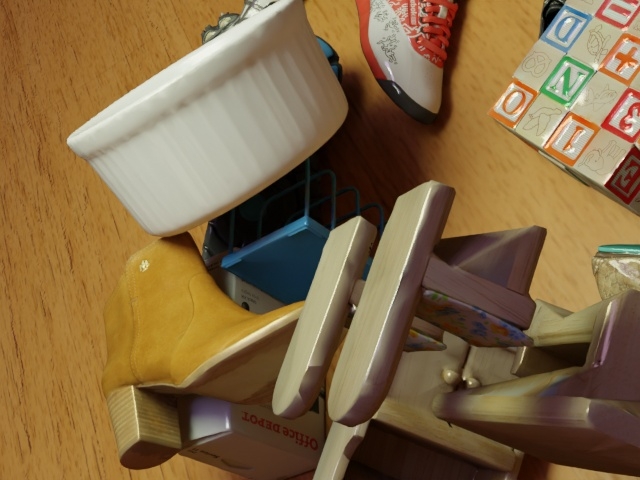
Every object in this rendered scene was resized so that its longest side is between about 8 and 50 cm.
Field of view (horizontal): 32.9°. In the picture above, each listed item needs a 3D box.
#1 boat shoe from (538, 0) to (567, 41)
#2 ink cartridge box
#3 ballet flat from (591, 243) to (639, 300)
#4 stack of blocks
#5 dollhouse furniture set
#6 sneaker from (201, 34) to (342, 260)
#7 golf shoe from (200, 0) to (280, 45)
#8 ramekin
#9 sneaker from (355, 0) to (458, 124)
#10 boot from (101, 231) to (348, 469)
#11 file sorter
[{"bbox_3d":[0.250,-0.235,1.119,0.049,0.040,0.142,-12,60,41],"label":"boat shoe"},{"bbox_3d":[-0.072,0.135,1.154,0.086,0.153,0.209,-22,54,34],"label":"ink cartridge box"},{"bbox_3d":[0.319,0.037,0.888,0.206,0.073,0.067,1,96,49],"label":"ballet flat"},{"bbox_3d":[0.306,-0.108,0.953,0.171,0.087,0.297,-55,41,7],"label":"stack of blocks"},{"bbox_3d":[0.131,0.172,0.786,0.257,0.362,0.394,-70,13,-13],"label":"dollhouse furniture set"},{"bbox_3d":[-0.060,-0.077,1.317,0.139,0.125,0.341,169,120,-74],"label":"sneaker"},{"bbox_3d":[-0.075,-0.297,1.474,0.198,0.077,0.094,-42,54,31],"label":"golf shoe"},{"bbox_3d":[-0.106,-0.123,1.108,0.277,0.135,0.277,-30,15,9],"label":"ramekin"},{"bbox_3d":[0.120,-0.266,1.233,0.145,0.090,0.270,-38,43,28],"label":"sneaker"},{"bbox_3d":[-0.111,0.067,1.043,0.295,0.104,0.211,-36,48,26],"label":"boot"},{"bbox_3d":[0.000,0.000,1.146,0.118,0.170,0.105,-25,48,34],"label":"file sorter"}]
